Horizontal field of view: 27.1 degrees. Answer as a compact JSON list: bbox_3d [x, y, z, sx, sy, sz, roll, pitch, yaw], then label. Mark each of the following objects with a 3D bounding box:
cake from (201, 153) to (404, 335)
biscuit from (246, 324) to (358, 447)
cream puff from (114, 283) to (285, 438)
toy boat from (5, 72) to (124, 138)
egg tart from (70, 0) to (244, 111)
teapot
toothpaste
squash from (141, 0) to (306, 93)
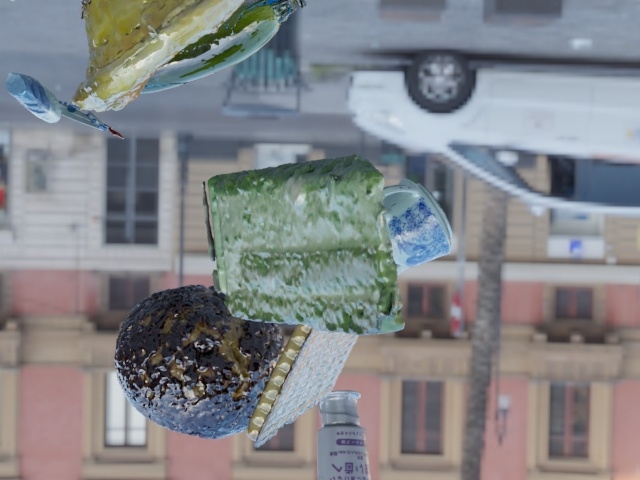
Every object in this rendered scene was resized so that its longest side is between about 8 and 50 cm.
[{"bbox_3d":[0.018,-0.002,0.806,0.099,0.100,0.235,-10,-176,-25],"label":"cake"},{"bbox_3d":[-0.006,0.136,1.551,0.029,0.172,0.254,30,-164,13],"label":"biscuit"},{"bbox_3d":[-0.157,0.153,1.795,0.239,0.165,0.239,17,-155,-8],"label":"cream puff"},{"bbox_3d":[-0.289,-0.141,1.495,0.149,0.034,0.105,34,-173,-19],"label":"toy boat"},{"bbox_3d":[-0.182,-0.296,1.596,0.341,0.132,0.341,-41,-167,11],"label":"egg tart"},{"bbox_3d":[0.143,-0.019,2.364,0.159,0.159,0.232,2,143,19],"label":"teapot"},{"bbox_3d":[0.037,0.373,1.954,0.114,0.299,0.073,10,157,-34],"label":"toothpaste"},{"bbox_3d":[-0.159,-0.284,1.905,0.331,0.087,0.087,-20,173,24],"label":"squash"}]
